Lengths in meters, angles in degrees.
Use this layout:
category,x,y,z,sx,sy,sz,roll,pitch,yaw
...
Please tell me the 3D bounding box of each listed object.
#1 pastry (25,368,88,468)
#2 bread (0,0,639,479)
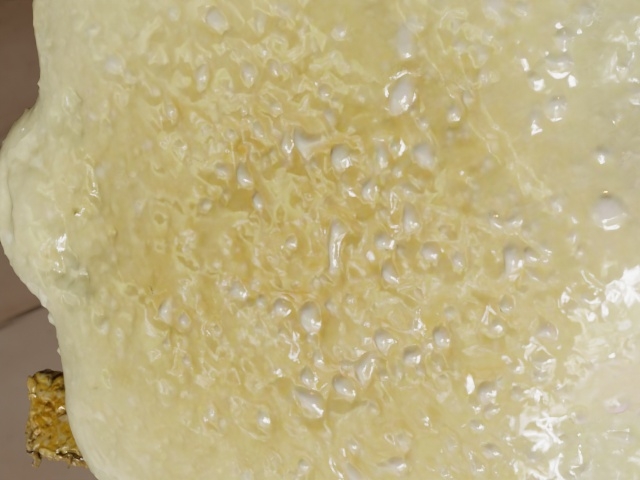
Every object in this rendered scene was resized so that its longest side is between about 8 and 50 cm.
category,x,y,z,sx,sy,sz,roll,pitch,yaw
pastry,-0.166,0.143,1.083,0.140,0.056,0.080,4,76,17
bread,0.000,0.000,0.502,0.316,0.316,0.054,12,15,31
